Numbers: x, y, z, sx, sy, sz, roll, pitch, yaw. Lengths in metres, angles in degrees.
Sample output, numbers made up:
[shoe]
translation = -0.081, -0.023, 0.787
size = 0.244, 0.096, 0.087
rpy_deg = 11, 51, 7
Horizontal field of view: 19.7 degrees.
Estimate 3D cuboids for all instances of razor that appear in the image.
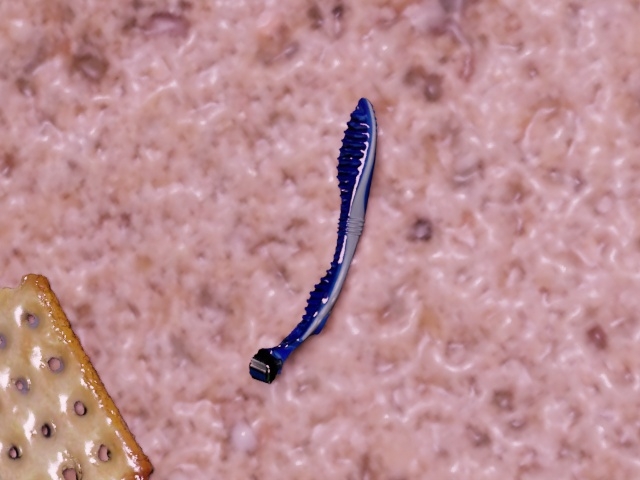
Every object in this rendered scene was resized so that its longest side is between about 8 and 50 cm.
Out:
[razor]
translation = 0.004, 0.002, 0.935
size = 0.028, 0.044, 0.154
rpy_deg = 22, 84, -12

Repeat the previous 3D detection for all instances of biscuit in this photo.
[biscuit]
translation = -0.200, 0.120, 0.975
size = 0.203, 0.016, 0.144
rpy_deg = -32, 74, 7
